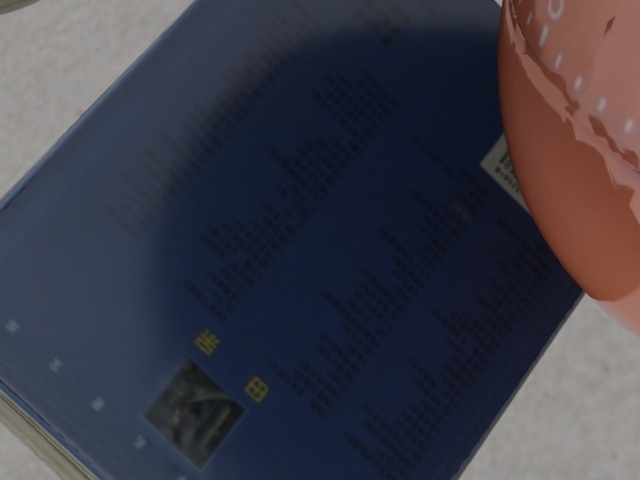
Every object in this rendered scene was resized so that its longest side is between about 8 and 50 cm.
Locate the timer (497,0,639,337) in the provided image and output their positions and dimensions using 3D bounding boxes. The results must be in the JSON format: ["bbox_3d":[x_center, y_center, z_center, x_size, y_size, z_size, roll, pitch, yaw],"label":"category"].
[{"bbox_3d":[0.175,-0.068,0.628,0.230,0.229,0.215,23,122,4],"label":"timer"}]

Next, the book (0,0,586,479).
[{"bbox_3d":[0.000,0.000,0.693,0.191,0.269,0.025,44,148,-8],"label":"book"}]

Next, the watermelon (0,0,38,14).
[{"bbox_3d":[-0.210,-0.183,1.210,0.078,0.111,0.078,28,127,45],"label":"watermelon"}]
